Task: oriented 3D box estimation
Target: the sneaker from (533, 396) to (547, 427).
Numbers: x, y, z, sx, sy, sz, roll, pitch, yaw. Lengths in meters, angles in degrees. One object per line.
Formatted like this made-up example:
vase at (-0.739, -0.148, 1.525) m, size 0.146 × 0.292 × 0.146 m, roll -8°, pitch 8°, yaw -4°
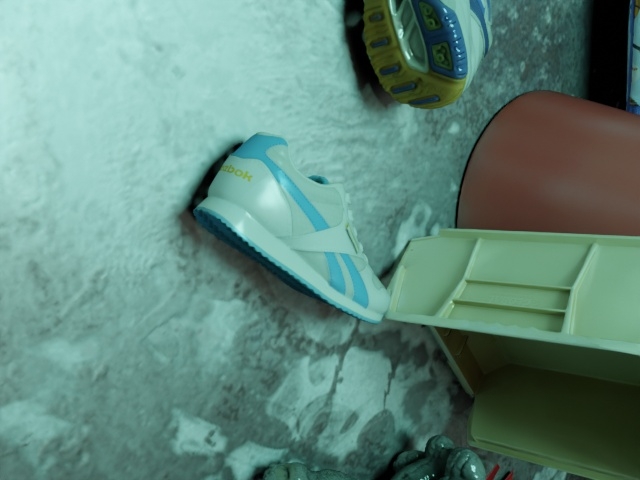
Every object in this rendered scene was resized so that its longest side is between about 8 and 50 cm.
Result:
sneaker at (0.264, 0.228, 0.874) m, size 0.061 × 0.158 × 0.065 m, roll 22°, pitch 69°, yaw -3°

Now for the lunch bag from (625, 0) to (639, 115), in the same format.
lunch bag at (0.452, -0.267, 0.859) m, size 0.243 × 0.114 × 0.304 m, roll -37°, pitch 130°, yaw -52°

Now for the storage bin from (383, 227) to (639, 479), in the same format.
storage bin at (0.227, 0.120, 0.699) m, size 0.262 × 0.260 × 0.123 m, roll 55°, pitch 52°, yaw -37°

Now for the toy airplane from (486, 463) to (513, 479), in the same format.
toy airplane at (0.229, 0.361, 0.950) m, size 0.151 × 0.028 × 0.151 m, roll -15°, pitch 113°, yaw -39°

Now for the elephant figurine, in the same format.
elephant figurine at (0.056, 0.308, 0.723) m, size 0.239 × 0.186 × 0.169 m, roll -11°, pitch 155°, yaw -27°

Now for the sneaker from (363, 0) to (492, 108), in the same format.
sneaker at (0.079, -0.267, 0.580) m, size 0.131 × 0.111 × 0.297 m, roll -46°, pitch 133°, yaw -42°

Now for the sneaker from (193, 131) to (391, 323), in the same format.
sneaker at (0.000, 0.000, 0.595) m, size 0.228 × 0.087 × 0.092 m, roll 40°, pitch 75°, yaw -43°

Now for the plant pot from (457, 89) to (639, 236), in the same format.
plant pot at (0.329, -0.021, 0.766) m, size 0.274 × 0.243 × 0.275 m, roll -14°, pitch 113°, yaw -36°
